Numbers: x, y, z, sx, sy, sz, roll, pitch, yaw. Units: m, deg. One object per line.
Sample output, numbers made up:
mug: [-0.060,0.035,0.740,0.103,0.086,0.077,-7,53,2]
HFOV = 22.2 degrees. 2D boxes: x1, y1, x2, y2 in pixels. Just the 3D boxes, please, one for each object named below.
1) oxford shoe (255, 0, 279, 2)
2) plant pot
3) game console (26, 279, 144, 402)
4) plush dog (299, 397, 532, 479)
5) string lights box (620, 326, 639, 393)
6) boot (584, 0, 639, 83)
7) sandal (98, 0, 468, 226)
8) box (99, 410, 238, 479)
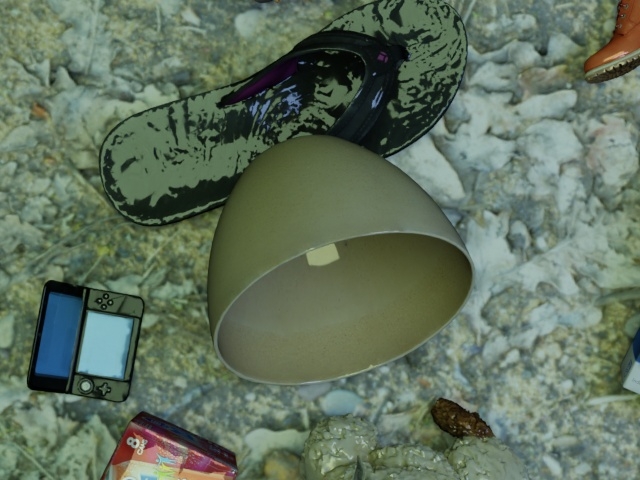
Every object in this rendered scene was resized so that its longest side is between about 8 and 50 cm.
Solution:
oxford shoe: [-0.015,-0.327,1.833,0.363,0.130,0.133,16,112,-2]
plant pot: [0.000,0.000,1.737,0.284,0.284,0.191,-18,59,-3]
game console: [-0.258,0.113,1.800,0.107,0.071,0.122,10,86,0]
plush dog: [0.133,0.290,1.755,0.225,0.210,0.262,-17,88,-29]
string lights box: [0.442,0.063,1.774,0.133,0.077,0.260,23,108,2]
boot: [0.351,-0.241,1.852,0.158,0.059,0.085,-33,84,-12]
sandal: [-0.031,-0.137,1.806,0.445,0.107,0.168,-26,87,-3]
box: [-0.166,0.262,1.698,0.122,0.257,0.128,26,86,-2]
